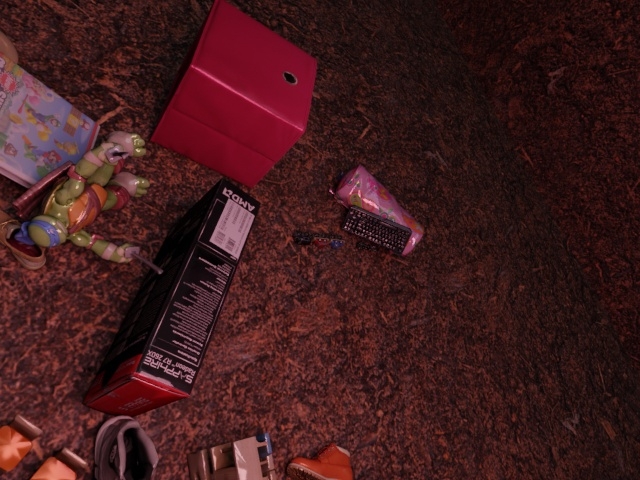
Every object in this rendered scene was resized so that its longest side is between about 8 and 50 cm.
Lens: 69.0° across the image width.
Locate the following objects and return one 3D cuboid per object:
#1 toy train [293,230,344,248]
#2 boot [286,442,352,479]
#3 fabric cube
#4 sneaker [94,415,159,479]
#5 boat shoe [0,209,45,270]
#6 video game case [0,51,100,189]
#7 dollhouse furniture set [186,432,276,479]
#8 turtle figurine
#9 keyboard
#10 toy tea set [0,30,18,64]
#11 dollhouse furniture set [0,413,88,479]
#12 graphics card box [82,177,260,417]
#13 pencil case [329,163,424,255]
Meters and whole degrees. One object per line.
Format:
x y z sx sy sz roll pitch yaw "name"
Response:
0.000 0.000 1.184 0.158 0.027 0.036 5 66 -37 "toy train"
0.001 0.435 0.908 0.158 0.059 0.084 33 45 -31 "boot"
-0.192 -0.324 1.058 0.258 0.259 0.254 25 52 -25 "fabric cube"
-0.276 0.367 0.656 0.086 0.132 0.228 2 70 -38 "sneaker"
-0.505 -0.012 0.766 0.135 0.045 0.050 45 45 -9 "boat shoe"
-0.528 -0.208 0.797 0.285 0.025 0.204 42 39 -48 "video game case"
-0.113 0.387 0.749 0.129 0.184 0.129 2 64 -39 "dollhouse furniture set"
-0.338 -0.071 0.795 0.266 0.275 0.197 -87 152 -54 "turtle figurine"
0.145 -0.015 1.255 0.180 0.108 0.023 23 19 -3 "keyboard"
-0.654 -0.264 0.777 0.200 0.124 0.336 43 33 -54 "toy tea set"
-0.456 0.319 0.544 0.259 0.135 0.262 43 46 -11 "dollhouse furniture set"
-0.241 0.093 0.786 0.094 0.233 0.371 33 48 -24 "graphics card box"
0.161 -0.084 1.307 0.284 0.124 0.124 42 46 -11 "pencil case"
